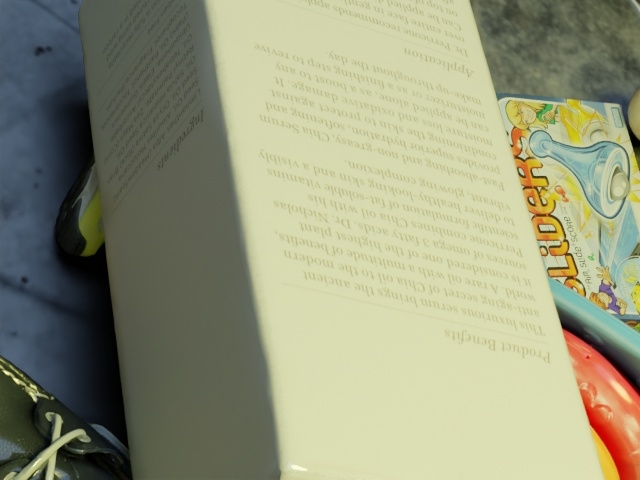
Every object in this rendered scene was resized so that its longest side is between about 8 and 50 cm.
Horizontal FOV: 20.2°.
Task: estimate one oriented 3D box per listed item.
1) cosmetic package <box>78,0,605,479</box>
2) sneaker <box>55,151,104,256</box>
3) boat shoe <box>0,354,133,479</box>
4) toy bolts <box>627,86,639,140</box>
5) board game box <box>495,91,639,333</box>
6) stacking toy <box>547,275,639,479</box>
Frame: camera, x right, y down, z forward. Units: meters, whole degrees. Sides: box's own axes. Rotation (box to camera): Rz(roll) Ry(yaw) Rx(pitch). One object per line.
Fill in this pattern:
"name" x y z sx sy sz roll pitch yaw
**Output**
"cosmetic package" 0.000 0.000 1.118 0.230 0.161 0.453 14 48 -31
"sneaker" -0.105 -0.053 1.258 0.094 0.081 0.208 40 51 -4
"boat shoe" -0.149 0.149 1.039 0.302 0.091 0.114 49 50 -25
"toy bolts" 0.348 -0.058 1.412 0.158 0.228 0.218 16 64 -21
"board game box" 0.199 -0.021 1.426 0.136 0.035 0.201 2 61 -27
"stacking toy" 0.106 0.180 1.205 0.165 0.175 0.302 33 65 30
